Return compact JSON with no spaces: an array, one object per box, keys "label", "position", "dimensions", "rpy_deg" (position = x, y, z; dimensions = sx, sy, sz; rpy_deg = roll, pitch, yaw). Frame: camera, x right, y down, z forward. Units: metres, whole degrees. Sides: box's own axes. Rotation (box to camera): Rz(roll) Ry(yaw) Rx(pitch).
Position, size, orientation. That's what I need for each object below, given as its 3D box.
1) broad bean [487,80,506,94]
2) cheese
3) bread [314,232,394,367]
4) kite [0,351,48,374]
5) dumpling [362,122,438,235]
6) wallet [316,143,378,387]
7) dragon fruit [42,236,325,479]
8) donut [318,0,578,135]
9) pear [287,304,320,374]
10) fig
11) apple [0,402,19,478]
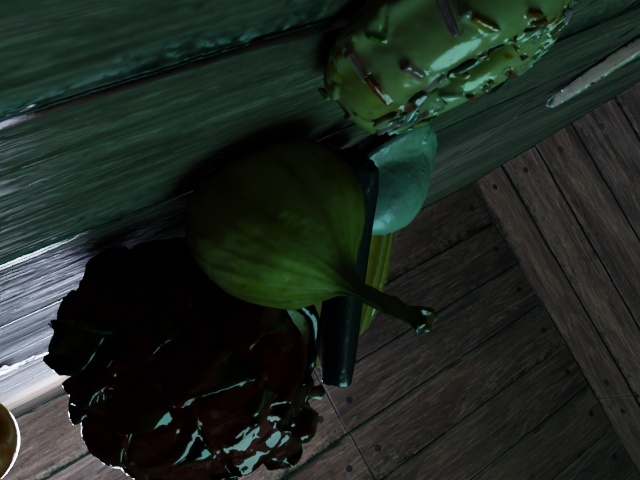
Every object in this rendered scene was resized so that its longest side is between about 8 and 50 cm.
[{"label":"broad bean","position":[0.157,-0.166,0.615],"dimensions":[0.069,0.039,0.227],"rpy_deg":[-24,178,12]},{"label":"cheese","position":[0.591,-0.358,1.188],"dimensions":[0.085,0.034,0.400],"rpy_deg":[-24,175,-44]},{"label":"bread","position":[0.034,0.036,1.022],"dimensions":[0.111,0.246,0.239],"rpy_deg":[17,-161,19]},{"label":"kite","position":[-0.481,0.198,1.023],"dimensions":[0.229,0.016,0.127],"rpy_deg":[-26,178,-30]},{"label":"dumpling","position":[0.077,-0.083,0.834],"dimensions":[0.105,0.149,0.217],"rpy_deg":[18,-158,38]},{"label":"wallet","position":[0.025,0.018,0.705],"dimensions":[0.044,0.250,0.149],"rpy_deg":[3,-167,-5]},{"label":"dragon fruit","position":[-0.131,0.132,0.664],"dimensions":[0.244,0.299,0.244],"rpy_deg":[-36,-158,17]},{"label":"donut","position":[0.083,-0.125,0.416],"dimensions":[0.175,0.068,0.174],"rpy_deg":[-28,177,-2]},{"label":"pear","position":[-0.124,0.074,0.884],"dimensions":[0.267,0.267,0.178],"rpy_deg":[-30,-153,24]},{"label":"fig","position":[-0.012,-0.008,0.527],"dimensions":[0.160,0.143,0.231],"rpy_deg":[-22,-163,-26]},{"label":"apple","position":[-0.584,0.339,1.079],"dimensions":[0.139,0.163,0.163],"rpy_deg":[-42,172,20]}]
